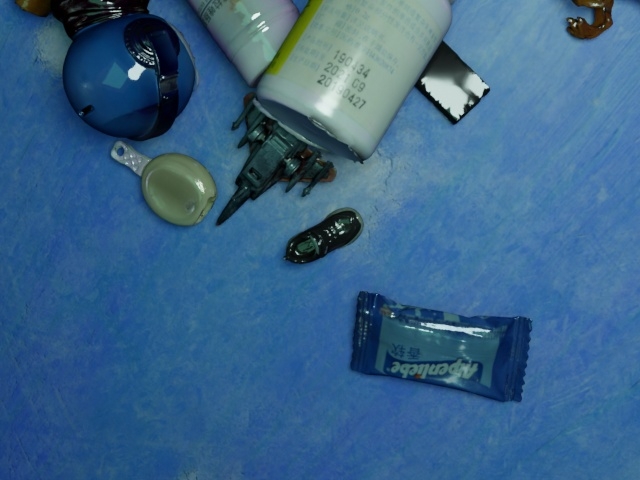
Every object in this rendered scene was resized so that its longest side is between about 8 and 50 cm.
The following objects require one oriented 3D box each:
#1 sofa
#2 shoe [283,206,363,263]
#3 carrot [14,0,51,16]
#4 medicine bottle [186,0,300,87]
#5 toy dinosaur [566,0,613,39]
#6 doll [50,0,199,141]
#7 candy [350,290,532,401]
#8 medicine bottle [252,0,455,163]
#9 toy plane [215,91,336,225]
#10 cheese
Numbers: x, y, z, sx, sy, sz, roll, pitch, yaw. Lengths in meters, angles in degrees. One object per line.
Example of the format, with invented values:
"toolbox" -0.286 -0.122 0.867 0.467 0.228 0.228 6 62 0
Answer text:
"sofa" 0.213 -0.281 1.186 0.147 0.060 0.085 45 97 2
"shoe" 0.000 0.000 1.276 0.169 0.099 0.071 -28 93 17
"carrot" -0.486 -0.508 1.287 0.205 0.072 0.072 -38 92 16
"medicine bottle" -0.136 -0.408 1.182 0.152 0.152 0.253 -34 93 18
"toy dinosaur" 0.488 -0.401 1.071 0.208 0.097 0.432 -41 95 9
"doll" -0.349 -0.331 1.213 0.284 0.240 0.309 -8 107 51
"candy" 0.224 0.200 1.287 0.332 0.077 0.186 9 112 12
"medicine bottle" 0.076 -0.326 1.075 0.214 0.213 0.378 32 88 4
"toy plane" -0.106 -0.134 1.266 0.223 0.104 0.326 43 109 0
"cheese" -0.312 -0.123 1.340 0.228 0.064 0.137 34 107 5
